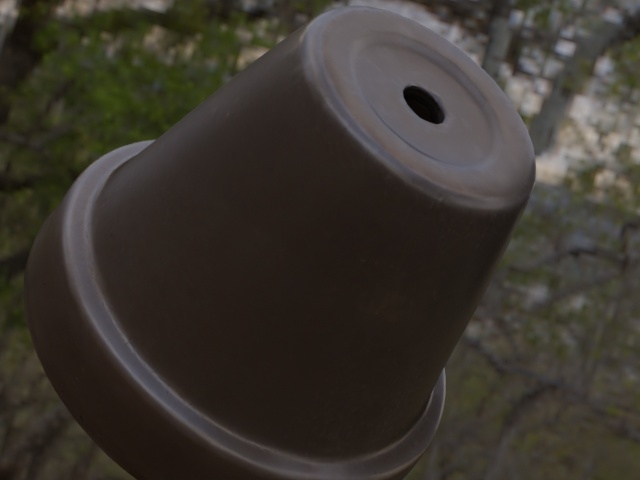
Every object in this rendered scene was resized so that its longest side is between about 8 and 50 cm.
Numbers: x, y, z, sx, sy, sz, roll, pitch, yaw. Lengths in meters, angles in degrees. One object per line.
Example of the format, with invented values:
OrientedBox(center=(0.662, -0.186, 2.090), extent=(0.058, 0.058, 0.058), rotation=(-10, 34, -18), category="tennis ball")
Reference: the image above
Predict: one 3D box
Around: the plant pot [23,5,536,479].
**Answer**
OrientedBox(center=(0.000, 0.000, 0.968), extent=(0.263, 0.229, 0.263), rotation=(25, 38, -21), category="plant pot")
